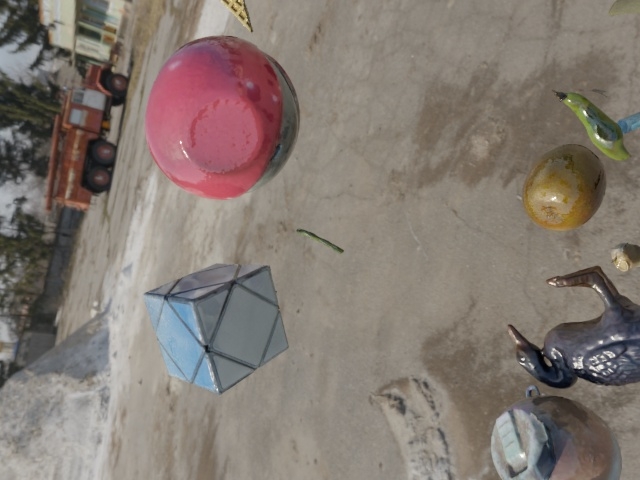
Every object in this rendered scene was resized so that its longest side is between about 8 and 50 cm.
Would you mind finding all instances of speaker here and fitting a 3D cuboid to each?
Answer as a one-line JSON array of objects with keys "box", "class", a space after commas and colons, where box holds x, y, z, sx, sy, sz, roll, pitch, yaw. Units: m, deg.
[{"box": [-0.171, -0.219, 0.859, 0.294, 0.294, 0.295, -30, 55, 54], "class": "speaker"}]

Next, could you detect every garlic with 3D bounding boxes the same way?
[{"box": [0.910, 0.048, 1.367, 0.066, 0.152, 0.084, 135, 125, -61], "class": "garlic"}]

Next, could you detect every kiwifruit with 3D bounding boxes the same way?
[{"box": [0.629, -0.141, 1.198, 0.196, 0.196, 0.234, -33, 14, 52], "class": "kiwifruit"}]

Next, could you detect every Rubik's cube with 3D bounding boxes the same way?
[{"box": [-0.222, 0.176, 1.007, 0.204, 0.207, 0.205, 0, 106, 44], "class": "Rubik's cube"}]

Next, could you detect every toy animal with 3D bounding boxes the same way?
[{"box": [0.439, 0.132, 0.709, 0.298, 0.122, 0.186, -17, 82, 33], "class": "toy animal"}]

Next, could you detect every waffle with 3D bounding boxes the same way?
[{"box": [-0.211, -0.648, 1.251, 0.097, 0.152, 0.023, -35, 31, 26], "class": "waffle"}]

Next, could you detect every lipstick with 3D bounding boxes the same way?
[{"box": [1.004, -0.380, 1.441, 0.048, 0.157, 0.048, 158, 90, -85], "class": "lipstick"}]

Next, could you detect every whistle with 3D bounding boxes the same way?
[{"box": [0.363, 0.373, 0.673, 0.189, 0.189, 0.348, -52, 22, 39], "class": "whistle"}]

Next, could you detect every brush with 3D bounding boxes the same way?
[{"box": [0.721, -0.524, 0.997, 0.054, 0.048, 0.282, -54, 16, 15], "class": "brush"}]

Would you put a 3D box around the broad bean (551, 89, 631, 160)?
[{"box": [0.827, -0.362, 1.411, 0.075, 0.325, 0.067, -47, 3, 3], "class": "broad bean"}]

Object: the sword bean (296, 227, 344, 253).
[{"box": [0.000, 0.000, 0.736, 0.012, 0.083, 0.012, -59, 12, 20], "class": "sword bean"}]

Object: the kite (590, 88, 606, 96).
[{"box": [0.818, -0.429, 1.347, 0.078, 0.044, 0.002, -120, 24, -52], "class": "kite"}]
